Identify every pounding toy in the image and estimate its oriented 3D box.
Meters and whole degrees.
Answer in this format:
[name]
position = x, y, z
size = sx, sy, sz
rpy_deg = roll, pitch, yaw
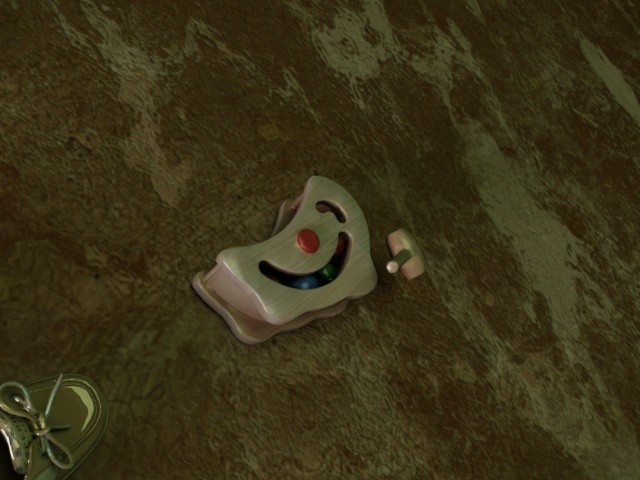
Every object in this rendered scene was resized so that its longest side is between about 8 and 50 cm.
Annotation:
[pounding toy]
position = 0.000, 0.000, 1.104
size = 0.269, 0.155, 0.154
rpy_deg = -17, 76, -39

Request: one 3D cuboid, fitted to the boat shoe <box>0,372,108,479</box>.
[boat shoe]
position = -0.294, 0.193, 0.831
size = 0.285, 0.089, 0.105
rpy_deg = -31, 80, -42
